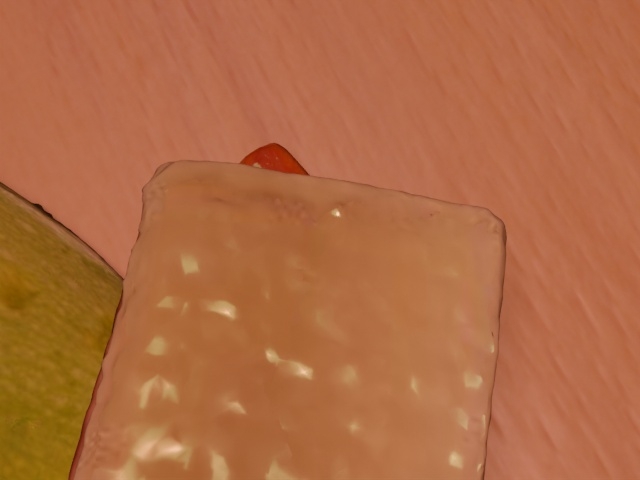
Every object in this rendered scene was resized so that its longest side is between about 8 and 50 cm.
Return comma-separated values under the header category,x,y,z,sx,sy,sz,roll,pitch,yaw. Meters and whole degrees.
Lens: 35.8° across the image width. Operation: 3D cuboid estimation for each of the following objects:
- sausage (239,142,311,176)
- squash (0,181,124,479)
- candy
category,x,y,z,sx,sy,sz,roll,pitch,yaw
sausage,0.000,0.000,0.596,0.041,0.039,0.131,-36,79,-18
squash,-0.238,0.060,0.562,0.309,0.210,0.234,32,72,-22
candy,-0.025,0.126,0.450,0.179,0.135,0.321,13,67,-5
